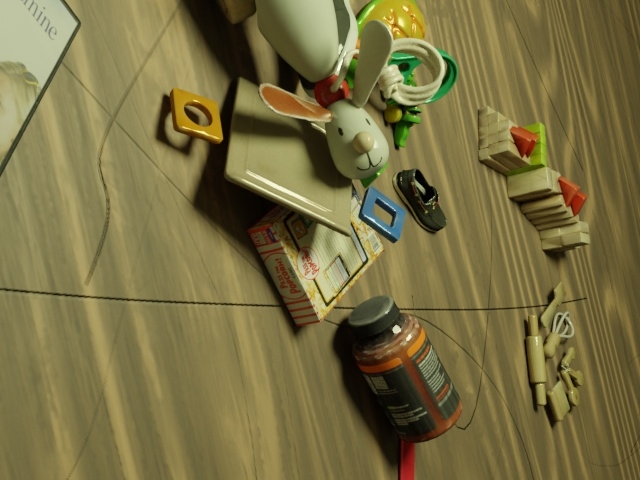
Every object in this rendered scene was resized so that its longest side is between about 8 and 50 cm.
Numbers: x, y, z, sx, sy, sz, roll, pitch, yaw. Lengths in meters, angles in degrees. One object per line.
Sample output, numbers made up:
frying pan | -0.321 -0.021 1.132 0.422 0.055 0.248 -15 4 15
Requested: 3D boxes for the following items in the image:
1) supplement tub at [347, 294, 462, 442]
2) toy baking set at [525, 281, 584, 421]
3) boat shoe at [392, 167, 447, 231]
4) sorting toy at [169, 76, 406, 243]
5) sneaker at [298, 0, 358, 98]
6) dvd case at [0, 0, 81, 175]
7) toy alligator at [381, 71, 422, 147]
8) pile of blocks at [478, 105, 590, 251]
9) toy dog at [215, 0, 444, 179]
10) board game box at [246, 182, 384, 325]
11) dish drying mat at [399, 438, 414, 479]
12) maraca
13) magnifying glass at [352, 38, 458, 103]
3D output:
supplement tub | 0.111 0.173 1.305 0.198 0.106 0.106 62 40 -20
toy baking set | 0.432 0.204 1.768 0.197 0.030 0.256 5 76 -54
boat shoe | 0.165 -0.062 1.497 0.133 0.042 0.049 49 43 -33
sorting toy | -0.043 -0.101 1.202 0.347 0.047 0.196 25 43 -25
sneaker | -0.029 -0.337 1.292 0.147 0.104 0.296 28 54 -40
dvd case | -0.326 -0.182 0.893 0.180 0.022 0.253 56 40 -46
toy alligator | 0.131 -0.242 1.497 0.056 0.051 0.190 7 74 -51
pile of blocks | 0.427 -0.119 1.786 0.362 0.112 0.149 49 46 -32
toy dog | -0.003 -0.247 1.156 0.333 0.161 0.220 43 85 -2
board game box | 0.000 0.000 1.264 0.193 0.045 0.147 -44 113 -48
dish drying mat | 0.123 0.318 1.355 0.032 0.008 0.083 23 63 -46
maraca | 0.085 -0.300 1.423 0.185 0.099 0.127 -31 127 -31
magnifying glass | 0.111 -0.258 1.394 0.231 0.092 0.026 11 39 -40
